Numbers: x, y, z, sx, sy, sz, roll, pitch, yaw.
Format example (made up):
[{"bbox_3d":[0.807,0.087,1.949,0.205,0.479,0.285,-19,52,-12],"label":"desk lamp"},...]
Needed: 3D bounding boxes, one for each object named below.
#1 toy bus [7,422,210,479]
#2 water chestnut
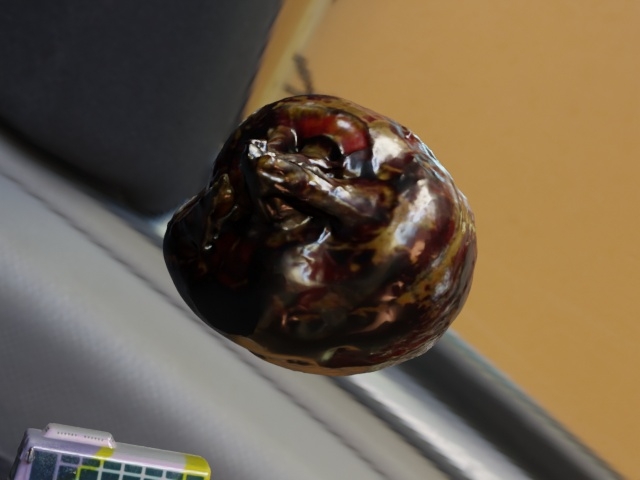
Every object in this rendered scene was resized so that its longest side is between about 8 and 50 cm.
[{"bbox_3d":[-0.111,0.128,0.731,0.052,0.102,0.058,180,-78,-78],"label":"toy bus"},{"bbox_3d":[0.000,0.000,1.306,0.244,0.289,0.289,-22,148,-53],"label":"water chestnut"}]
